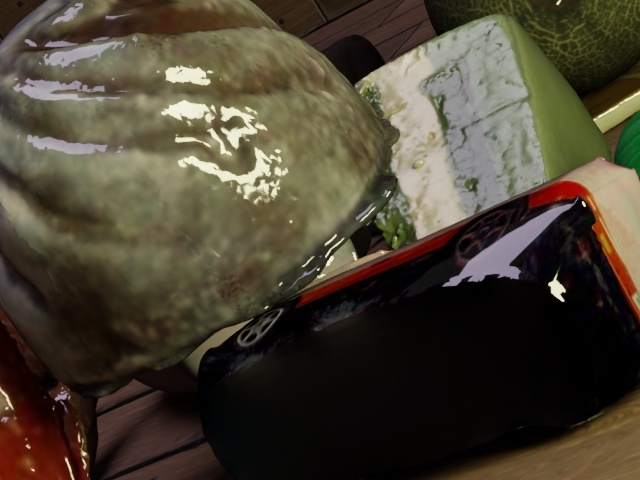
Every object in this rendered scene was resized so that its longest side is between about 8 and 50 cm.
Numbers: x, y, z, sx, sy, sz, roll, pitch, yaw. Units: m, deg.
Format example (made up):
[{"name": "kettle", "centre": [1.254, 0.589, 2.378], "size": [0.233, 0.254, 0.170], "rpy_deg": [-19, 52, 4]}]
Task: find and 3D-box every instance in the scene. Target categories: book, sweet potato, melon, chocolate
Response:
[{"name": "book", "centre": [0.323, -0.171, 1.730], "size": [0.295, 0.020, 0.208], "rpy_deg": [-31, 11, -1]}, {"name": "sweet potato", "centre": [-0.210, 0.164, 1.538], "size": [0.068, 0.068, 0.226], "rpy_deg": [-22, 28, 37]}, {"name": "melon", "centre": [0.211, -0.251, 1.716], "size": [0.237, 0.237, 0.301], "rpy_deg": [-29, 11, 12]}, {"name": "chocolate", "centre": [-0.123, -0.071, 1.246], "size": [0.303, 0.213, 0.303], "rpy_deg": [-31, 24, 15]}]

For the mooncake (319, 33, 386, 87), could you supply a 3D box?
[{"name": "mooncake", "centre": [-0.032, -0.102, 2.041], "size": [0.283, 0.141, 0.283], "rpy_deg": [-33, 3, 2]}]

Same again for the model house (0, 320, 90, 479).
[{"name": "model house", "centre": [-0.274, 0.169, 1.291], "size": [0.160, 0.254, 0.196], "rpy_deg": [-35, -1, -45]}]

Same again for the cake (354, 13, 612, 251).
[{"name": "cake", "centre": [0.107, -0.052, 1.415], "size": [0.158, 0.172, 0.283], "rpy_deg": [-29, 14, 23]}]

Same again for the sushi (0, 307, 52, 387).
[{"name": "sushi", "centre": [-0.343, 0.071, 2.031], "size": [0.270, 0.171, 0.236], "rpy_deg": [-32, 11, 18]}]

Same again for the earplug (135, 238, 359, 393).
[{"name": "earplug", "centre": [-0.101, 0.057, 1.542], "size": [0.172, 0.172, 0.301], "rpy_deg": [-36, 7, -23]}]

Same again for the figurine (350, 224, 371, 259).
[{"name": "figurine", "centre": [0.000, 0.000, 1.670], "size": [0.086, 0.094, 0.082], "rpy_deg": [13, 21, 39]}]

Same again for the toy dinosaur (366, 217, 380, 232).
[{"name": "toy dinosaur", "centre": [0.077, -0.050, 1.765], "size": [0.142, 0.057, 0.212], "rpy_deg": [-10, 23, 33]}]

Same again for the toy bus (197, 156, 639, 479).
[{"name": "toy bus", "centre": [0.073, 0.062, 1.133], "size": [0.303, 0.127, 0.147], "rpy_deg": [-25, 8, 35]}]

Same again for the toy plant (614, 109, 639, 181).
[{"name": "toy plant", "centre": [0.257, -0.054, 1.230], "size": [0.200, 0.105, 0.143], "rpy_deg": [-46, 20, 38]}]
